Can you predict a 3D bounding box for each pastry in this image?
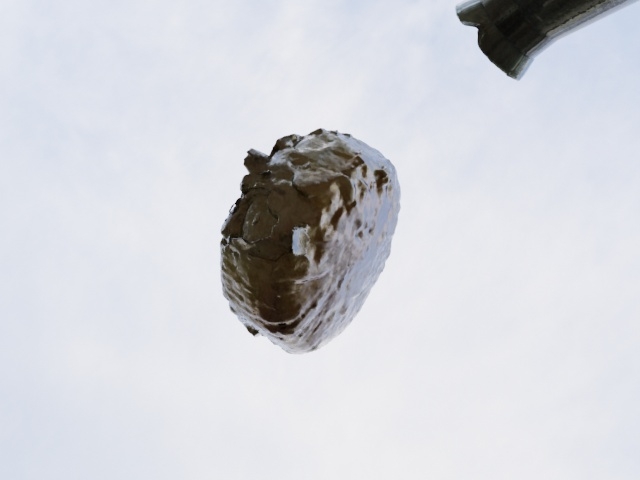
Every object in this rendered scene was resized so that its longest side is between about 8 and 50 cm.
[{"bbox_3d":[0.000,0.000,1.107,0.136,0.330,0.329,26,-68,28],"label":"pastry"}]

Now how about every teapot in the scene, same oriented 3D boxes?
[{"bbox_3d":[0.301,-0.323,1.049,0.225,0.203,0.171,-39,-95,30],"label":"teapot"}]
